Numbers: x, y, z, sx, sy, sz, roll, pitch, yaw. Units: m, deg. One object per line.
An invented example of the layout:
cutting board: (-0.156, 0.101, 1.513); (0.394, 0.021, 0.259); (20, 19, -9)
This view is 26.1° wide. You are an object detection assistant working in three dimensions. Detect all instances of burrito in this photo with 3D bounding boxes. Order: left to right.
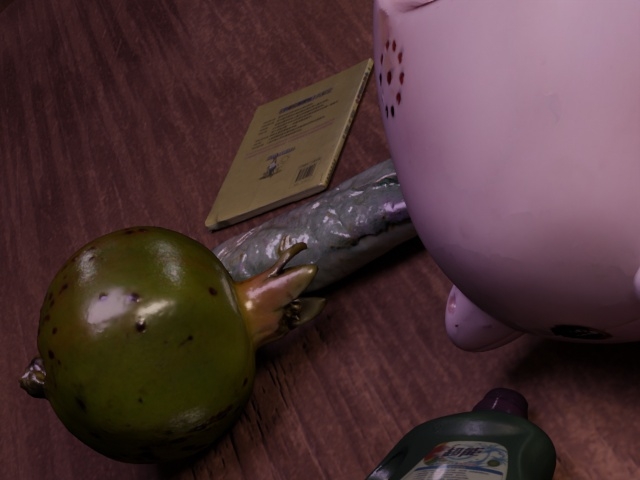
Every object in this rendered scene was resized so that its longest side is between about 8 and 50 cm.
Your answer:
burrito: (-0.001, 0.001, 1.208); (0.309, 0.066, 0.096); (-28, 37, 29)

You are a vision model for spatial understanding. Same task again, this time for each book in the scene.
book: (-0.032, -0.100, 1.439); (0.168, 0.013, 0.192); (-19, 37, 39)

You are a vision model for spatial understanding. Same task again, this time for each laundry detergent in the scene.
laundry detergent: (0.073, 0.160, 0.848); (0.144, 0.078, 0.221); (-16, 19, 28)

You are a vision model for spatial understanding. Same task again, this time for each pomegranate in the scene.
pomegranate: (-0.122, 0.069, 1.136); (0.246, 0.198, 0.198); (-38, 28, 18)

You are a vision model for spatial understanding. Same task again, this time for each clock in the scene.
clock: (0.177, -0.124, 0.891); (0.368, 0.251, 0.376); (-15, 58, 57)
